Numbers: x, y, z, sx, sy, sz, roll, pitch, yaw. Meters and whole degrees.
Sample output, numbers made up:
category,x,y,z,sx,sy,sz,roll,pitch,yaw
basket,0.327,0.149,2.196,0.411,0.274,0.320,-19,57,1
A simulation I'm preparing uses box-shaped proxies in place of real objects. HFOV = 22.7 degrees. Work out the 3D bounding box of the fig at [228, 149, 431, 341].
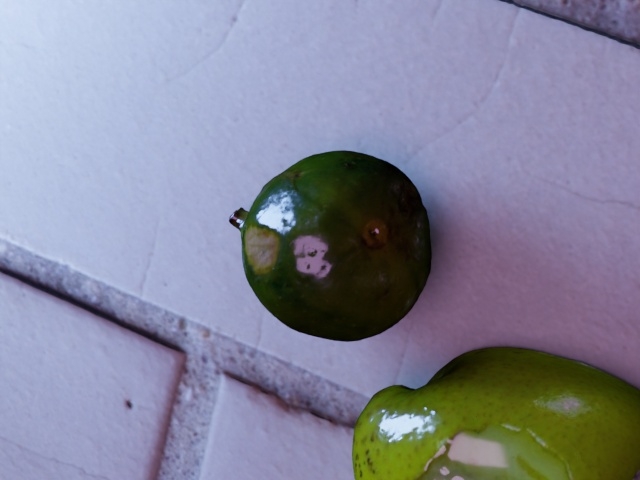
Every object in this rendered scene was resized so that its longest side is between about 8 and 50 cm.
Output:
category,x,y,z,sx,sy,sz,roll,pitch,yaw
fig,0.000,0.000,1.653,0.245,0.195,0.195,14,110,56

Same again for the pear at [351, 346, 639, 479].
category,x,y,z,sx,sy,sz,roll,pitch,yaw
pear,0.166,0.233,1.618,0.282,0.176,0.286,34,111,15
